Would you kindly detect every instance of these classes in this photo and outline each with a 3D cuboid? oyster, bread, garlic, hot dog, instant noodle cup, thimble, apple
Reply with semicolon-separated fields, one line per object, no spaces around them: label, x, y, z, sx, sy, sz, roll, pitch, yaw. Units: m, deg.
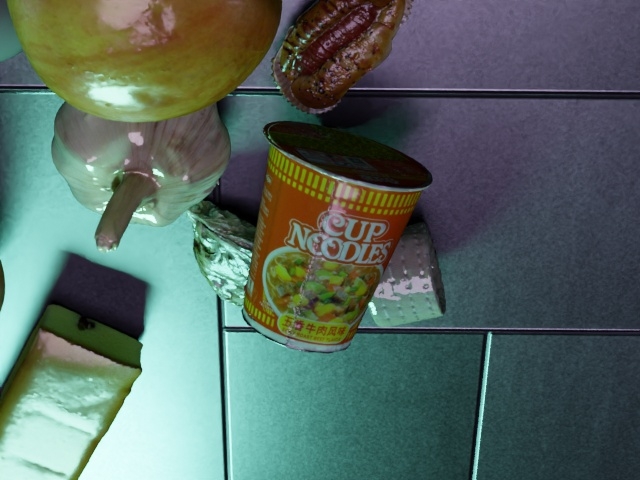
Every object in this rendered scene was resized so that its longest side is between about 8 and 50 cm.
oyster;-0.092;0.026;1.509;0.125;0.064;0.177;-1;135;17
bread;-0.361;0.248;1.643;0.138;0.077;0.361;24;120;-16
garlic;-0.198;-0.074;1.340;0.199;0.226;0.199;2;129;3
hot dog;0.023;-0.215;1.348;0.099;0.053;0.192;31;121;-23
instant noodle cup;0.000;0.000;1.387;0.193;0.193;0.212;14;109;-9
thimble;0.093;0.043;1.493;0.090;0.102;0.115;-12;104;11
apple;-0.163;-0.248;1.193;0.233;0.286;0.286;-11;123;9

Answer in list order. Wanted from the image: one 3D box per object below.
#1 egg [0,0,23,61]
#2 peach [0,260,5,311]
egg;-0.361;-0.248;1.257;0.146;0.146;0.199;-41;147;24
peach;-0.453;0.059;1.460;0.184;0.184;0.184;0;124;0
